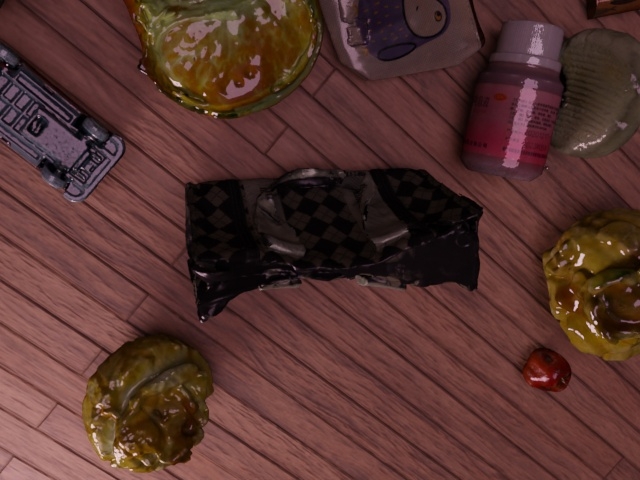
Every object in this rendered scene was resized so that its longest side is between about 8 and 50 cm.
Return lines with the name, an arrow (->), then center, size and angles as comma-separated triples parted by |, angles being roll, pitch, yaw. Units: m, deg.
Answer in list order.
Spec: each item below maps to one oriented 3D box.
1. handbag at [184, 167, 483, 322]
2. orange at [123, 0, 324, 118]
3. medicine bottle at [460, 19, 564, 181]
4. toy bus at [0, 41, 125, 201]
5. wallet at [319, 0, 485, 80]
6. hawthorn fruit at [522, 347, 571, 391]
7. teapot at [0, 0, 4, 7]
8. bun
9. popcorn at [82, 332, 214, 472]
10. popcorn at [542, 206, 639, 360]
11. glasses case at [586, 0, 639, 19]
handbag -> 0.000, 0.000, 0.917 | 0.416, 0.317, 0.180 | -4, 110, -9
orange -> -0.139, -0.350, 0.877 | 0.263, 0.196, 0.334 | -21, 102, 10
medicine bottle -> 0.325, -0.230, 1.013 | 0.147, 0.147, 0.247 | 8, 101, -12
toy bus -> -0.422, -0.185, 0.899 | 0.265, 0.120, 0.121 | 40, 93, -16
wallet -> 0.122, -0.421, 0.972 | 0.275, 0.068, 0.335 | -24, 107, -6
hawthorn fruit -> 0.439, 0.253, 1.169 | 0.093, 0.093, 0.093 | -2, 103, -10
teapot -> -0.584, -0.414, 0.760 | 0.344, 0.253, 0.300 | 11, 102, -17
bun -> 0.471, -0.249, 1.035 | 0.126, 0.204, 0.212 | -8, 141, -33
popcorn -> -0.282, 0.265, 1.000 | 0.204, 0.184, 0.221 | 21, 85, -27
popcorn -> 0.528, 0.077, 1.076 | 0.224, 0.270, 0.258 | 2, 58, -14
glasses case -> 0.550, -0.431, 1.048 | 0.170, 0.041, 0.064 | -10, 104, 1
